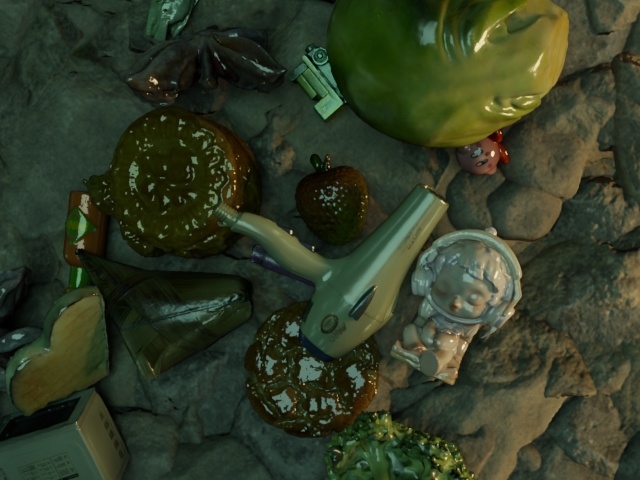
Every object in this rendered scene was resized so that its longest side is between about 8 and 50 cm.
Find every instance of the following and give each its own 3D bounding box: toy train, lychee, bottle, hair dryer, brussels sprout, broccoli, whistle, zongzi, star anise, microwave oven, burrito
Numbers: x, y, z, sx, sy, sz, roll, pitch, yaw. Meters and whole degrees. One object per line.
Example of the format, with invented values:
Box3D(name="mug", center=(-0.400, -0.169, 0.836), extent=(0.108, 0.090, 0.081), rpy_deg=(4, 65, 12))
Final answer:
Box3D(name="toy train", center=(0.007, -0.248, 1.468), extent=(0.081, 0.050, 0.122), rpy_deg=(-41, 84, 14))
Box3D(name="lychee", center=(0.017, -0.063, 1.429), extent=(0.114, 0.114, 0.146), rpy_deg=(-11, 101, 9))
Box3D(name="bottle", center=(-0.383, 0.014, 1.515), extent=(0.069, 0.069, 0.187), rpy_deg=(5, 91, 10))
Box3D(name="hair dryer", center=(0.041, -0.005, 1.357), extent=(0.296, 0.119, 0.298), rpy_deg=(-33, 106, 3))
Box3D(name="brussels sprout", center=(0.175, -0.286, 1.320), extent=(0.344, 0.268, 0.344), rpy_deg=(-4, 67, 8))
Box3D(name="broccoli", center=(0.103, 0.408, 1.350), extent=(0.288, 0.260, 0.235), rpy_deg=(38, 135, 25))
Box3D(name="whistle", center=(-0.029, 0.048, 1.473), extent=(0.176, 0.033, 0.033), rpy_deg=(21, 92, 9))
Box3D(name="zongzi", center=(-0.238, 0.066, 1.462), extent=(0.221, 0.112, 0.242), rpy_deg=(-30, 90, 9))
Box3D(name="star anise", center=(-0.188, -0.267, 1.447), extent=(0.257, 0.198, 0.111), rpy_deg=(-13, 121, -3))
Box3D(name="microwave oven", center=(-0.431, 0.344, 1.474), extent=(0.208, 0.122, 0.162), rpy_deg=(-19, 108, 9))
Box3D(name="burrito", center=(-0.241, -0.377, 1.514), extent=(0.074, 0.044, 0.118), rpy_deg=(19, 88, 5))
Box3D(name="star anise", center=(-0.588, 0.182, 1.511), extent=(0.316, 0.139, 0.359), rpy_deg=(38, 104, 7))

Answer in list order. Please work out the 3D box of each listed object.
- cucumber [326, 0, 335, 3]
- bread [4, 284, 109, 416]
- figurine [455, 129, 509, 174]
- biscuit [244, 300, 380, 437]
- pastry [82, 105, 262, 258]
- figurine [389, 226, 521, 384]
Box3D(name="cucumber", center=(-0.054, -0.406, 1.487), extent=(0.163, 0.043, 0.039), rpy_deg=(12, 133, 12))
Box3D(name="bread", center=(-0.393, 0.170, 1.464), extent=(0.064, 0.172, 0.232), rpy_deg=(39, 98, 38))
Box3D(name="figurine", center=(0.241, -0.133, 1.415), extent=(0.071, 0.067, 0.083), rpy_deg=(-34, 121, -3))
Box3D(name="biscuit", center=(-0.015, 0.202, 1.463), extent=(0.226, 0.042, 0.226), rpy_deg=(0, 90, 10))
Box3D(name="pastry", center=(-0.213, -0.082, 1.468), extent=(0.235, 0.132, 0.240), rpy_deg=(-45, 75, 14))
Box3D(name="figurine", center=(0.202, 0.086, 1.378), extent=(0.162, 0.141, 0.237), rpy_deg=(30, 94, 14))
